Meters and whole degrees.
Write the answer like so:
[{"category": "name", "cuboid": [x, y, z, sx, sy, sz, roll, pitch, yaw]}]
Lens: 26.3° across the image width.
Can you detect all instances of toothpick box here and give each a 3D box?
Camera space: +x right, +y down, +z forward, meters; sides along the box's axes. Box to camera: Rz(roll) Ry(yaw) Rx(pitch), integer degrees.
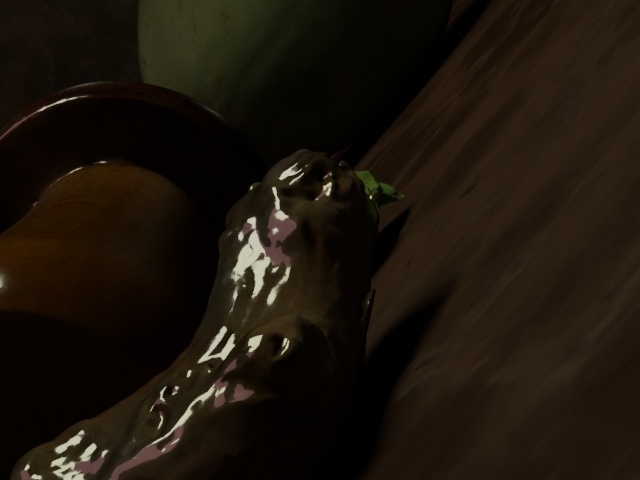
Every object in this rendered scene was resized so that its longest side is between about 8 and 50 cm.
[{"category": "toothpick box", "cuboid": [-0.117, 0.034, 0.716, 0.192, 0.192, 0.294, -48, 13, 19]}]

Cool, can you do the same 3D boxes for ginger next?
[{"category": "ginger", "cuboid": [-0.057, 0.095, 0.423, 0.290, 0.084, 0.122, -56, -15, -18]}]

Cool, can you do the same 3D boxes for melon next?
[{"category": "melon", "cuboid": [-0.022, -0.204, 1.141, 0.308, 0.272, 0.272, -40, 10, 26]}]

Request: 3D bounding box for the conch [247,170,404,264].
[{"category": "conch", "cuboid": [0.000, 0.000, 0.663, 0.089, 0.074, 0.121, -24, -26, -23]}]
